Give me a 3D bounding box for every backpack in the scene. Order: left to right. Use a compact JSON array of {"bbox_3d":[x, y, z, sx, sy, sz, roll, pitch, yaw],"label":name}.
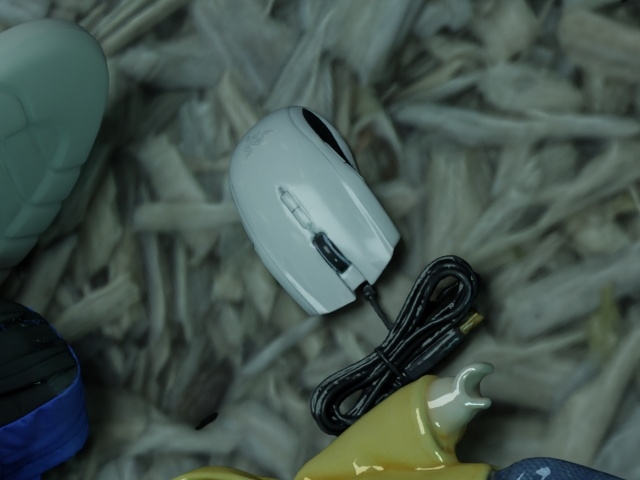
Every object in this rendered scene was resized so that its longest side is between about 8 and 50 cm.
[{"bbox_3d":[-0.185,0.094,1.047,0.120,0.101,0.098,-33,56,-22],"label":"backpack"}]

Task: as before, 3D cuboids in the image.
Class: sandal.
[{"bbox_3d":[-0.278,0.030,1.060,0.102,0.169,0.416,37,85,20],"label":"sandal"}]

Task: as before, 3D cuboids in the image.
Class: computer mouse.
[{"bbox_3d":[0.000,0.000,0.999,0.106,0.042,0.193,-44,54,12],"label":"computer mouse"}]

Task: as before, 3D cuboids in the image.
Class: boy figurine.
[{"bbox_3d":[0.040,0.139,0.888,0.285,0.092,0.177,3,76,31],"label":"boy figurine"}]
